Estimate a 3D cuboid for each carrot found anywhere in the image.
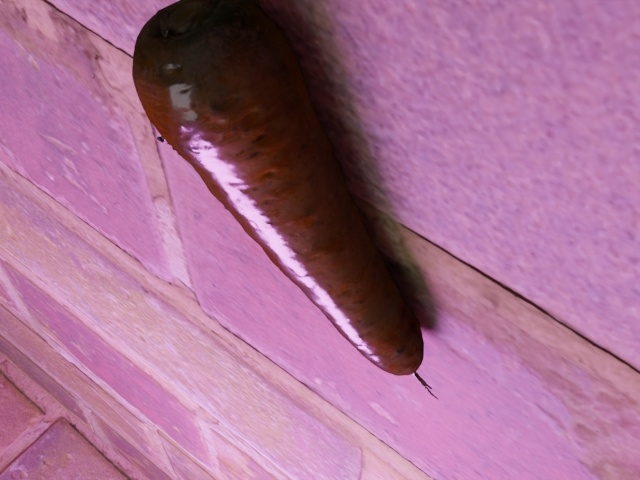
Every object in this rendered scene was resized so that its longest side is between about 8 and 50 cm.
[{"bbox_3d":[0.000,0.000,0.460,0.078,0.078,0.298,14,147,46],"label":"carrot"}]
